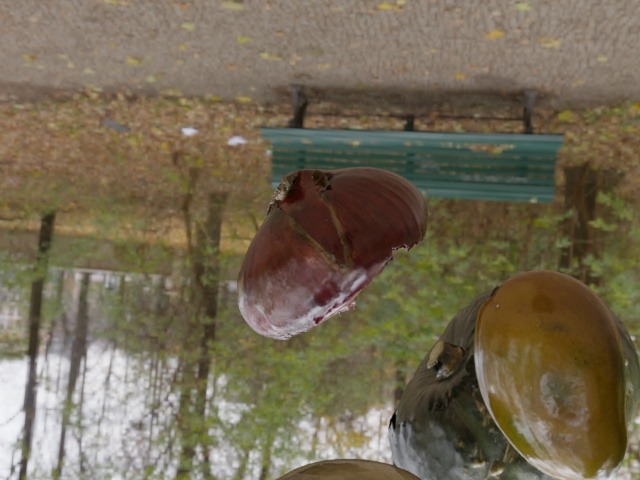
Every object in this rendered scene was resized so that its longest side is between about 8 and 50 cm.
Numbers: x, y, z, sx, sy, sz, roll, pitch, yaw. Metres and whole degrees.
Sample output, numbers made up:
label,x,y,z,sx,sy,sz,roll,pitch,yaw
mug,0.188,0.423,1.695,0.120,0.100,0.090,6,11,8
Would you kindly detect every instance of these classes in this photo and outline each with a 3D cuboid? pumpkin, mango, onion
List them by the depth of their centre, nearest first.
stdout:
label,x,y,z,sx,sy,sz,roll,pitch,yaw
mango,0.173,0.104,0.644,0.111,0.163,0.089,-2,176,18
onion,0.007,0.008,0.971,0.248,0.161,0.248,-33,164,-11
pumpkin,0.240,0.210,1.042,0.257,0.327,0.291,40,133,-5

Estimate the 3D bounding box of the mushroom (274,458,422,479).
label,x,y,z,sx,sy,sz,roll,pitch,yaw
mushroom,-0.002,0.297,0.694,0.189,0.253,0.195,30,170,-18
